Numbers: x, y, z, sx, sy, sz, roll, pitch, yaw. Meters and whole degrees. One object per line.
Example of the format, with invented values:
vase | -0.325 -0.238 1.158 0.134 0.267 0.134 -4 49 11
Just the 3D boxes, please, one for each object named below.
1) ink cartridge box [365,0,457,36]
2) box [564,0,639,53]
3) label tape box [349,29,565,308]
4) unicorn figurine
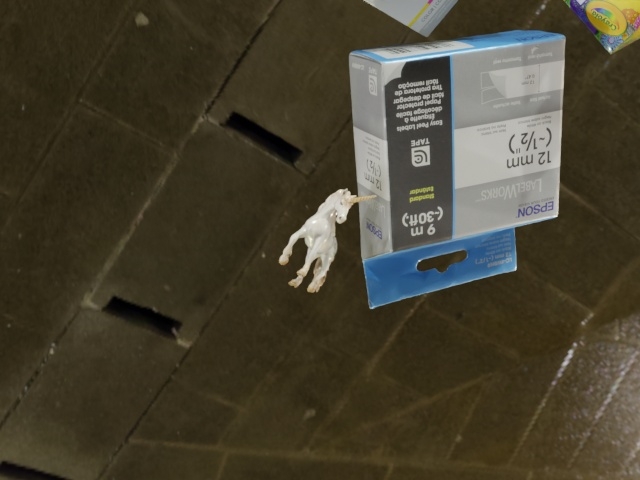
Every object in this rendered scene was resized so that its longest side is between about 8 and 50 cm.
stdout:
ink cartridge box | 0.072 -0.331 0.854 0.209 0.062 0.109 22 128 -29
box | 0.404 -0.437 0.999 0.279 0.290 0.177 -29 169 -43
label tape box | 0.179 -0.079 0.978 0.249 0.115 0.348 -12 111 -18
unicorn figurine | 0.000 0.000 0.917 0.060 0.162 0.111 33 72 3
